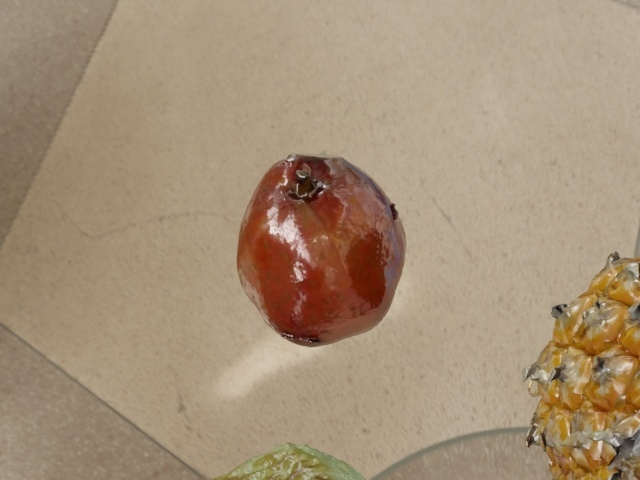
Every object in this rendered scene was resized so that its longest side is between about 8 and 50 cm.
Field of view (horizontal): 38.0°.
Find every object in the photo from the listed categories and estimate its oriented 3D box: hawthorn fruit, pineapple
[{"bbox_3d":[0.000,0.000,0.941,0.185,0.202,0.185,-5,47,5],"label":"hawthorn fruit"},{"bbox_3d":[0.353,0.174,0.845,0.352,0.353,0.300,-12,19,7],"label":"pineapple"}]

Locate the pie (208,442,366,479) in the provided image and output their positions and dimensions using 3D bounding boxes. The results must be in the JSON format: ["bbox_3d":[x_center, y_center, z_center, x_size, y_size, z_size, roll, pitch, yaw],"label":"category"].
[{"bbox_3d":[-0.056,0.243,0.694,0.240,0.054,0.240,-28,19,10],"label":"pie"}]
